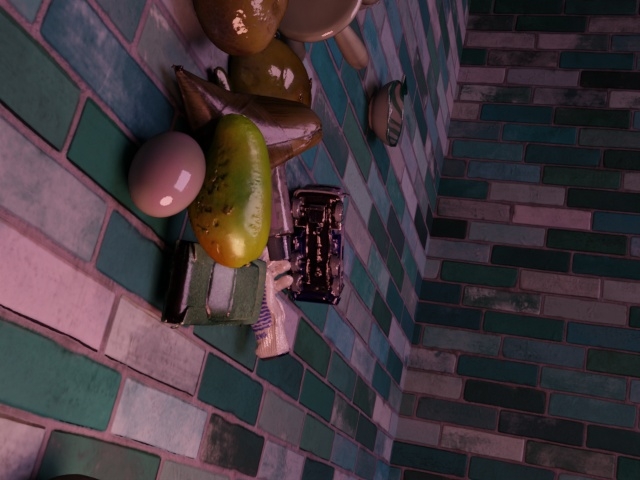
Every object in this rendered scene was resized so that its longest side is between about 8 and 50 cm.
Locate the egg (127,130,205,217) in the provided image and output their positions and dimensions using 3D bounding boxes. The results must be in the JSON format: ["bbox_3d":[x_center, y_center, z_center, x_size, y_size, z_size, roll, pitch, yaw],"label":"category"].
[{"bbox_3d":[-0.217,-0.093,1.100,0.103,0.103,0.135,72,31,-52],"label":"egg"}]

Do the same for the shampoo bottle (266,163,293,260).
[{"bbox_3d":[-0.090,-0.066,1.487,0.072,0.072,0.214,-7,89,-72],"label":"shampoo bottle"}]

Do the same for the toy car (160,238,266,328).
[{"bbox_3d":[-0.166,0.084,1.326,0.321,0.097,0.141,20,78,-71],"label":"toy car"}]

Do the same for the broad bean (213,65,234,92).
[{"bbox_3d":[-0.155,-0.166,1.370,0.060,0.043,0.297,-73,162,-51],"label":"broad bean"}]

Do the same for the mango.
[{"bbox_3d":[-0.136,-0.074,1.175,0.125,0.111,0.232,-6,100,-33],"label":"mango"}]

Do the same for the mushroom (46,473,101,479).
[{"bbox_3d":[-0.322,0.356,0.919,0.117,0.141,0.188,47,37,-22],"label":"mushroom"}]

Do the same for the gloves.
[{"bbox_3d":[-0.103,0.122,1.535,0.119,0.097,0.229,151,-59,-85],"label":"gloves"}]

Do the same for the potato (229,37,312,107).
[{"bbox_3d":[-0.073,-0.293,1.473,0.272,0.111,0.160,45,56,-67],"label":"potato"}]

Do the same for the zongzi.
[{"bbox_3d":[-0.114,-0.217,1.256,0.221,0.112,0.242,-31,131,-21],"label":"zongzi"}]

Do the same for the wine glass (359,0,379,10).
[{"bbox_3d":[0.074,-0.654,1.777,0.241,0.126,0.126,72,30,-47],"label":"wine glass"}]

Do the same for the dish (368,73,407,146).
[{"bbox_3d":[0.194,-0.389,2.310,0.224,0.078,0.246,75,28,-49],"label":"dish"}]

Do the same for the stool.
[{"bbox_3d":[0.008,-0.450,1.527,0.199,0.195,0.195,30,68,-72],"label":"stool"}]

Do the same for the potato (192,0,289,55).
[{"bbox_3d":[-0.126,-0.414,1.196,0.174,0.159,0.251,-102,180,-66],"label":"potato"}]

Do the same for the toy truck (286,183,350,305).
[{"bbox_3d":[0.000,0.000,1.779,0.155,0.124,0.268,-57,151,-68],"label":"toy truck"}]
